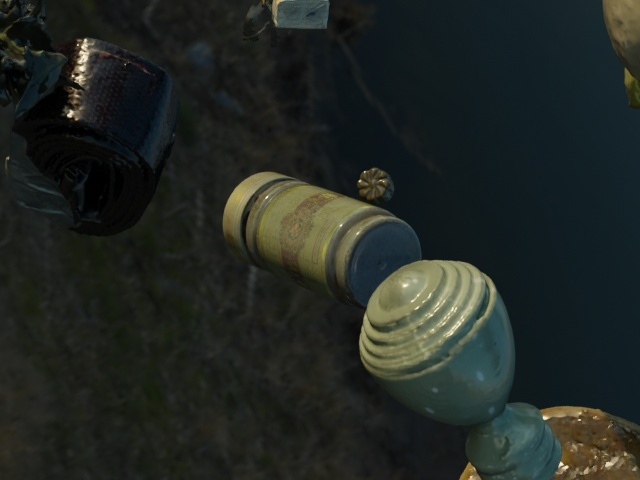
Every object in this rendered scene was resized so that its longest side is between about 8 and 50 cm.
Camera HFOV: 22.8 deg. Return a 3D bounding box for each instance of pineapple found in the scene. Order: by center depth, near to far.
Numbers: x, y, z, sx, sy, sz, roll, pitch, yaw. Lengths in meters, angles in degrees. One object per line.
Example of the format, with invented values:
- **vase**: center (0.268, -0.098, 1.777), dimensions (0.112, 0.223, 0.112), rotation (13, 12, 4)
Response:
- **pineapple**: center (-0.354, -0.213, 1.659), dimensions (0.169, 0.340, 0.169), rotation (-6, 103, -30)

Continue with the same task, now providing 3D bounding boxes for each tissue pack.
- **tissue pack**: center (-0.030, -0.267, 1.771), dimensions (0.062, 0.042, 0.083), rotation (-1, 29, -18)

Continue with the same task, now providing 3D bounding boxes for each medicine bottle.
- **medicine bottle**: center (0.000, 0.000, 2.358), dimensions (0.151, 0.322, 0.151), rotation (-10, 108, -33)

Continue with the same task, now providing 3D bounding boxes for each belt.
- **belt**: center (-0.271, -0.102, 1.855), dimensions (0.184, 0.289, 0.164), rotation (16, 65, -6)

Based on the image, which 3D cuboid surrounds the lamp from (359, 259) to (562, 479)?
- **lamp**: center (0.100, 0.095, 1.098), dimensions (0.193, 0.106, 0.106), rotation (55, 32, -28)

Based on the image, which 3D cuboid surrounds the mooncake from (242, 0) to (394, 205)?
- **mooncake**: center (0.000, -0.207, 2.416), dimensions (0.347, 0.150, 0.057), rotation (38, -1, 5)

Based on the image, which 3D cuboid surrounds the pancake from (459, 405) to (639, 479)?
- **pancake**: center (0.239, 0.280, 1.445), dimensions (0.049, 0.282, 0.282), rotation (59, 22, -55)

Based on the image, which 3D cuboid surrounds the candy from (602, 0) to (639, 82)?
- **candy**: center (0.314, -0.231, 1.120), dimensions (0.185, 0.295, 0.295), rotation (31, 43, -25)

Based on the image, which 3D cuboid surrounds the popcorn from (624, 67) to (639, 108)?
- **popcorn**: center (0.445, -0.197, 1.772), dimensions (0.235, 0.181, 0.217), rotation (-15, 53, -33)
